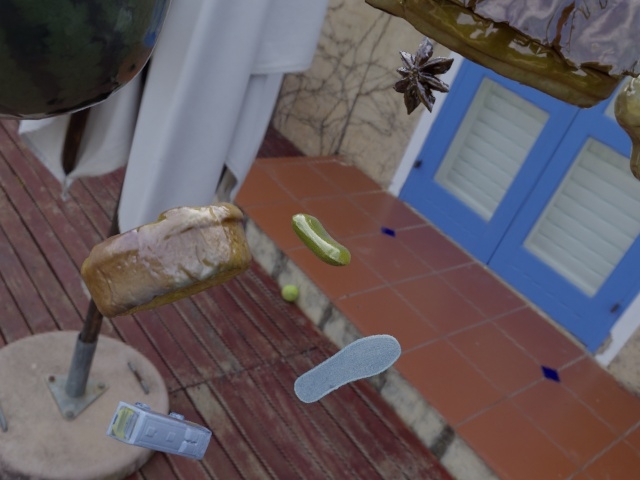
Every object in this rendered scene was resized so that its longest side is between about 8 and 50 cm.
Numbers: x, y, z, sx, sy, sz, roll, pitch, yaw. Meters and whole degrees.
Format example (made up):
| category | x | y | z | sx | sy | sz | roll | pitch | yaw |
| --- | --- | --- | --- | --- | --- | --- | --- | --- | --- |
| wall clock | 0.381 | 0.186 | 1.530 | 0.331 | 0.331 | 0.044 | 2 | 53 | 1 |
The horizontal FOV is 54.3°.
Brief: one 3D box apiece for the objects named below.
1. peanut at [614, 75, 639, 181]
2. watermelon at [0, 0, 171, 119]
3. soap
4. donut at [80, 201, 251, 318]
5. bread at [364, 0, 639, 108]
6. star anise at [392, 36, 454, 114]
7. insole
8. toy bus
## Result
| category | x | y | z | sx | sy | sz | roll | pitch | yaw |
| --- | --- | --- | --- | --- | --- | --- | --- | --- | --- |
| peanut | 0.589 | -0.179 | 1.098 | 0.274 | 0.125 | 0.111 | 47 | -7 | -31 |
| watermelon | -0.250 | -0.261 | 0.440 | 0.279 | 0.359 | 0.279 | -12 | 36 | 9 |
| soap | -0.001 | 0.001 | 1.189 | 0.140 | 0.045 | 0.089 | 45 | 12 | 26 |
| donut | -0.290 | 0.037 | 1.190 | 0.299 | 0.317 | 0.150 | -16 | 84 | -41 |
| bread | 0.222 | -0.336 | 0.570 | 0.314 | 0.370 | 0.191 | 21 | 16 | -16 |
| star anise | 0.213 | -0.349 | 1.329 | 0.057 | 0.168 | 0.168 | -14 | 44 | -38 |
| insole | 0.054 | 0.251 | 1.239 | 0.232 | 0.003 | 0.080 | -24 | 87 | -10 |
| toy bus | -0.254 | 0.308 | 1.008 | 0.075 | 0.064 | 0.190 | 7 | -21 | 34 |
